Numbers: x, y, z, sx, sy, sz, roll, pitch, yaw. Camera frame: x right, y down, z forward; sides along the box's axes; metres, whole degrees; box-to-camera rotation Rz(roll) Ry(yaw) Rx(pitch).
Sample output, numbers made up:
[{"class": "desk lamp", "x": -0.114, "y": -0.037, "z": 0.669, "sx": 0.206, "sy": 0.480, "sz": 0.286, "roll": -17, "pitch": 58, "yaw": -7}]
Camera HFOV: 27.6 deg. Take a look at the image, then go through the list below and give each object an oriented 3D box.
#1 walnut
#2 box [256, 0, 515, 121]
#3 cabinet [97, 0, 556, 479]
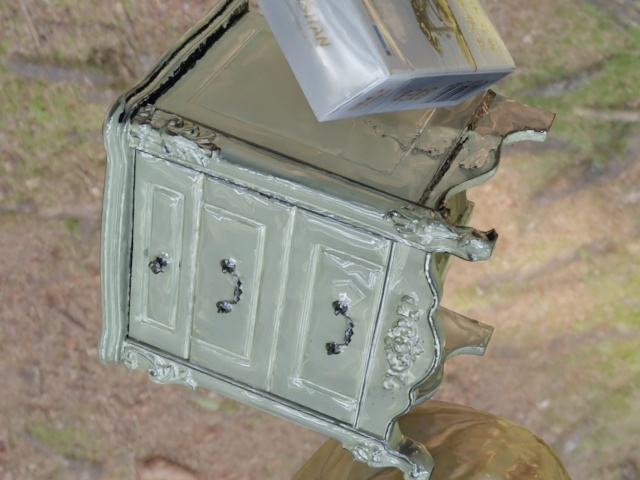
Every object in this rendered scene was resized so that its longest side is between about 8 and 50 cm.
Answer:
[{"class": "walnut", "x": 0.106, "y": 0.337, "z": 1.253, "sx": 0.381, "sy": 0.381, "sz": 0.381, "roll": -15, "pitch": 131, "yaw": -17}, {"class": "box", "x": 0.041, "y": -0.166, "z": 0.904, "sx": 0.067, "sy": 0.149, "sz": 0.233, "roll": -32, "pitch": 172, "yaw": 28}, {"class": "cabinet", "x": 0.000, "y": 0.000, "z": 1.127, "sx": 0.227, "sy": 0.318, "sz": 0.290, "roll": -55, "pitch": 161, "yaw": -47}]
